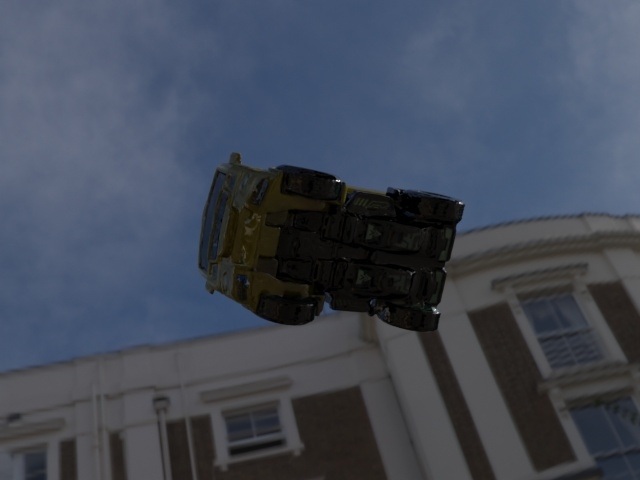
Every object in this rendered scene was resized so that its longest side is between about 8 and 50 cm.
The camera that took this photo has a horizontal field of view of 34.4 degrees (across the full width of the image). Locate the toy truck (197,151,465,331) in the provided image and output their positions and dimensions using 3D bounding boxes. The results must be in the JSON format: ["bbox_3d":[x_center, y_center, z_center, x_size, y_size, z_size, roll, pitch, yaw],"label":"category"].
[{"bbox_3d":[0.000,0.000,0.347,0.083,0.054,0.049,7,-82,-33],"label":"toy truck"}]
